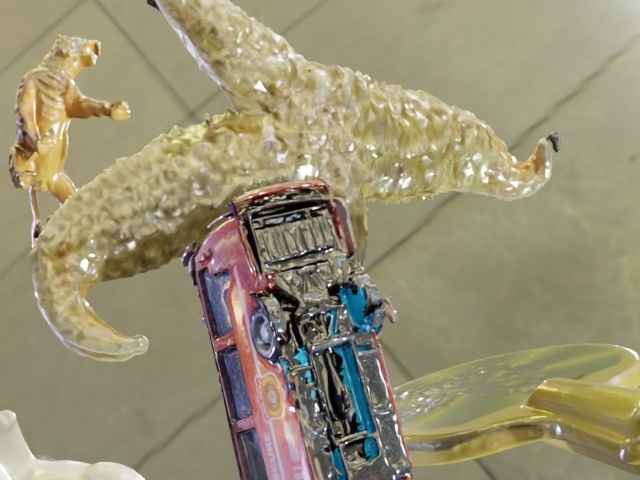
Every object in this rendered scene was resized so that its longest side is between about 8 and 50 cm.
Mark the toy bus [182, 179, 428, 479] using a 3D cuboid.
[{"bbox_3d":[-0.004,0.093,0.767,0.096,0.073,0.235,-27,75,54],"label":"toy bus"}]

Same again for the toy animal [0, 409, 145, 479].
[{"bbox_3d":[-0.289,0.256,1.350,0.325,0.209,0.154,-13,3,-14],"label":"toy animal"}]

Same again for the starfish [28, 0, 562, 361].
[{"bbox_3d":[0.000,0.000,1.138,0.082,0.432,0.324,9,78,42],"label":"starfish"}]

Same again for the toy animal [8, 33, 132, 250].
[{"bbox_3d":[-0.284,-0.078,1.651,0.116,0.114,0.255,47,131,40],"label":"toy animal"}]

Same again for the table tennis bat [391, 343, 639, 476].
[{"bbox_3d":[0.138,0.109,1.032,0.198,0.050,0.321,-17,6,-20],"label":"table tennis bat"}]
